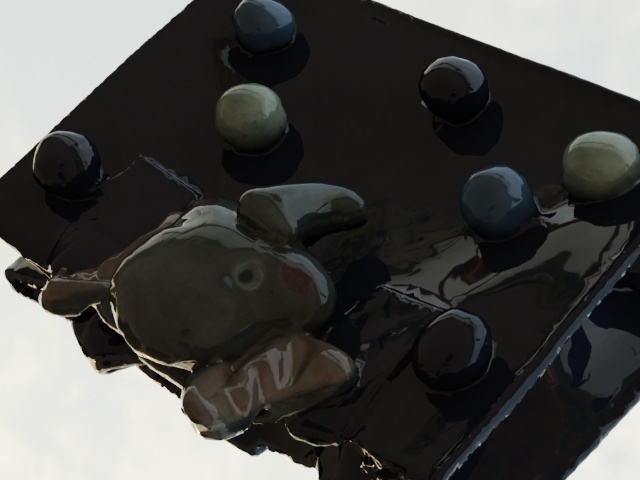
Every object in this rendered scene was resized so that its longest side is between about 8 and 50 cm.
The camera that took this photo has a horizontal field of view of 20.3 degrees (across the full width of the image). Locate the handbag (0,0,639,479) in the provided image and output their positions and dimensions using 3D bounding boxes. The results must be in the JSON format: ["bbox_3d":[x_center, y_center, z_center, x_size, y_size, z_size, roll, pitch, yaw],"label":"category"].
[{"bbox_3d":[0.000,0.000,0.853,0.326,0.269,0.118,25,-32,37],"label":"handbag"}]
